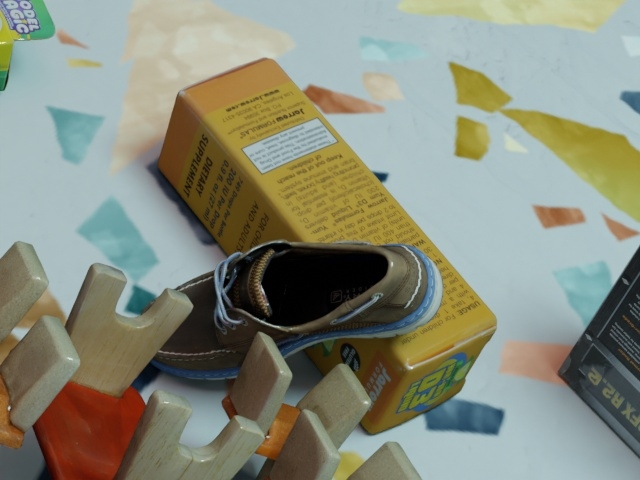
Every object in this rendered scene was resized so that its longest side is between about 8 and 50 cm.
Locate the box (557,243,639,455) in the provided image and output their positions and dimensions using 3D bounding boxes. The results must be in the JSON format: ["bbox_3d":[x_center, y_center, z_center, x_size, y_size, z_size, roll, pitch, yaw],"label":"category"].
[{"bbox_3d":[0.262,0.094,1.020,0.056,0.183,0.231,-29,65,-35],"label":"box"}]

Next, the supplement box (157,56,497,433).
[{"bbox_3d":[0.000,0.000,1.075,0.080,0.078,0.233,-26,63,-34],"label":"supplement box"}]

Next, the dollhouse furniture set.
[{"bbox_3d":[-0.087,0.130,0.840,0.262,0.135,0.259,23,18,-31],"label":"dollhouse furniture set"}]

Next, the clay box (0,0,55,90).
[{"bbox_3d":[-0.288,-0.142,1.105,0.222,0.053,0.127,-10,56,-28],"label":"clay box"}]

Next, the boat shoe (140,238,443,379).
[{"bbox_3d":[-0.028,0.029,0.988,0.183,0.066,0.066,-15,66,20],"label":"boat shoe"}]
